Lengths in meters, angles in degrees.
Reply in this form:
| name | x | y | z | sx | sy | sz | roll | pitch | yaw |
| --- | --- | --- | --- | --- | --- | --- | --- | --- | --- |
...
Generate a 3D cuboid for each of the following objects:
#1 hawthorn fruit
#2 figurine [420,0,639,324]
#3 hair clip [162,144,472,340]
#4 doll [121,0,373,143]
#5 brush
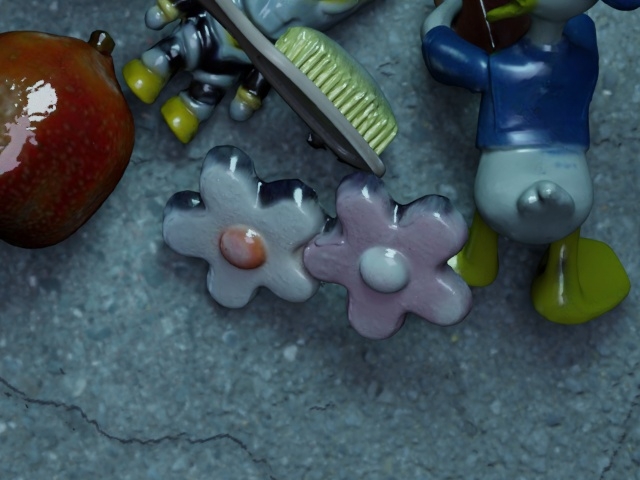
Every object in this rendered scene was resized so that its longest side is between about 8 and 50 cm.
| name | x | y | z | sx | sy | sz | roll | pitch | yaw |
| --- | --- | --- | --- | --- | --- | --- | --- | --- | --- |
| hawthorn fruit | -0.227 | -0.091 | 1.326 | 0.169 | 0.169 | 0.188 | 29 | 85 | -3 |
| figurine | 0.181 | -0.141 | 1.327 | 0.205 | 0.338 | 0.283 | 3 | 51 | -12 |
| hair clip | -0.003 | 0.003 | 1.347 | 0.257 | 0.075 | 0.146 | 15 | 117 | 22 |
| doll | -0.029 | -0.219 | 1.384 | 0.316 | 0.103 | 0.145 | -44 | 95 | -2 |
| brush | -0.035 | -0.161 | 1.321 | 0.313 | 0.072 | 0.067 | 44 | 75 | -36 |
